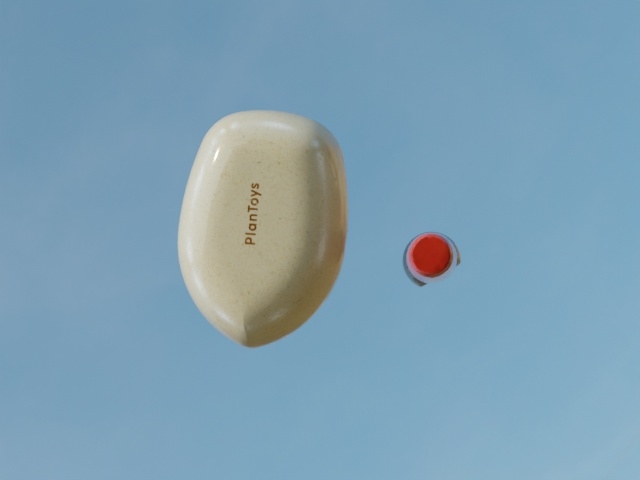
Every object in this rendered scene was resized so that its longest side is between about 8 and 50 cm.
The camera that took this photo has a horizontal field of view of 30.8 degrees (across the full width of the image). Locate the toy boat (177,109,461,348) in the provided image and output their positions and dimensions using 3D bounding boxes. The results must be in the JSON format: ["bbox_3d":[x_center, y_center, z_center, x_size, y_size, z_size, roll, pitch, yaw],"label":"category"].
[{"bbox_3d":[0.000,0.000,1.304,0.148,0.318,0.268,30,-109,-83],"label":"toy boat"}]
